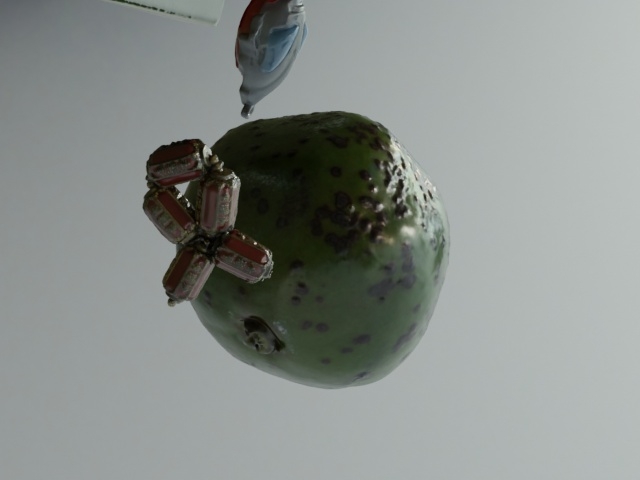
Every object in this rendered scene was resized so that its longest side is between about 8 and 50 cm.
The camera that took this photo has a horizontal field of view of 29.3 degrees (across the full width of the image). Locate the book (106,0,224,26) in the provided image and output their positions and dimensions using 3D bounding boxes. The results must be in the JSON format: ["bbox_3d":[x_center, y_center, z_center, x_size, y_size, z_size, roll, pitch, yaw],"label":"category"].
[{"bbox_3d":[-0.081,-0.337,0.829,0.043,0.370,0.260,17,-172,11],"label":"book"}]

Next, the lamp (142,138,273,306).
[{"bbox_3d":[-0.064,-0.011,0.630,0.063,0.083,0.031,-17,-164,14],"label":"lamp"}]

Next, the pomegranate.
[{"bbox_3d":[0.000,0.000,1.061,0.254,0.254,0.270,-9,-147,27],"label":"pomegranate"}]

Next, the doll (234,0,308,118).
[{"bbox_3d":[-0.026,-0.120,0.681,0.039,0.114,0.057,9,-156,-8],"label":"doll"}]
